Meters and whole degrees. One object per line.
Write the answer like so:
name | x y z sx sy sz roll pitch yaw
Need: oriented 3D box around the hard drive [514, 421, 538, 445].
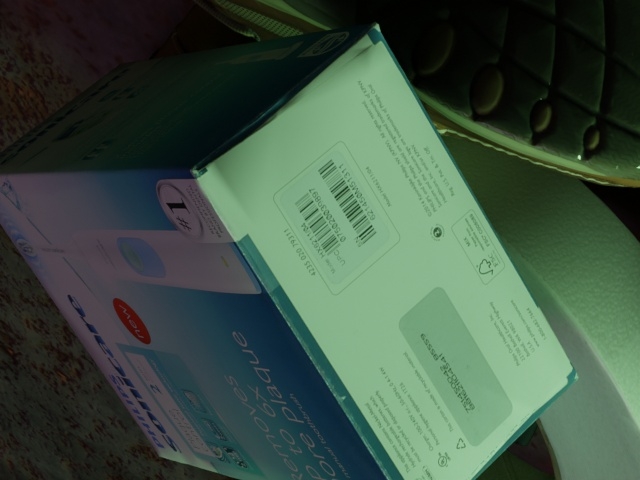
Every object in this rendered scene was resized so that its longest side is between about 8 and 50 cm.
hard drive | 0.121 0.092 1.251 0.094 0.022 0.135 28 150 10

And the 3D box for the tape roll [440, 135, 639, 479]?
tape roll | 0.094 0.088 1.106 0.392 0.072 0.392 40 149 29

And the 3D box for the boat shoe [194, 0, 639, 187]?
boat shoe | 0.044 -0.127 0.926 0.324 0.122 0.120 32 167 14

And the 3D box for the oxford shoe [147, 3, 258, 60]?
oxford shoe | -0.072 -0.104 1.104 0.076 0.076 0.212 41 148 -7

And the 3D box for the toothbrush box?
toothbrush box | -0.037 0.015 0.944 0.295 0.126 0.216 5 130 59
